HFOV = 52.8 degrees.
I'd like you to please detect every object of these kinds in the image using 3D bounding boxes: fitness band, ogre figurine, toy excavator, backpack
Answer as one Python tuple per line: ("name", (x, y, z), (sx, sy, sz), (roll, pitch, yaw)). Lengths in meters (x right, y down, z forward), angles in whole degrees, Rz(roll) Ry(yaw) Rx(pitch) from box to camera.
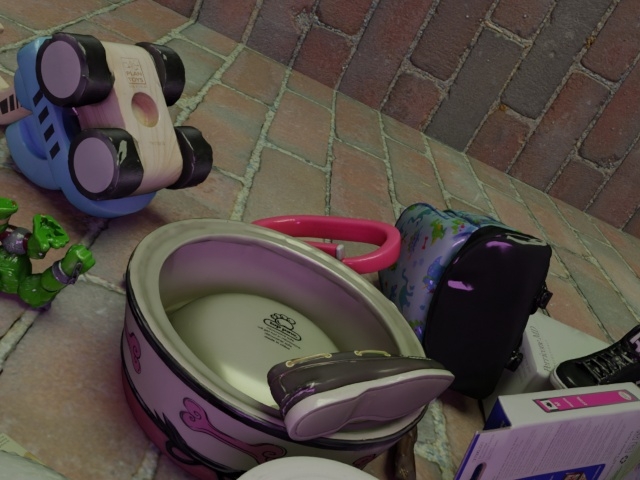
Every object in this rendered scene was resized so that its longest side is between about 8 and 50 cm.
("fitness band", (0.000, 0.000, 1.161), (0.290, 0.054, 0.209), (7, 20, 22))
("ogre figurine", (-0.381, 0.014, 0.796), (0.196, 0.118, 0.097), (19, 30, -16))
("toy excavator", (-0.461, -0.227, 1.088), (0.222, 0.444, 0.433), (-22, 96, -61))
("backpack", (0.240, 0.066, 1.167), (0.273, 0.290, 0.355), (20, 17, 6))

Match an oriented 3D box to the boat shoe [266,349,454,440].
("boat shoe", (0.049, 0.146, 0.675), (0.227, 0.081, 0.069), (1, 40, -40))

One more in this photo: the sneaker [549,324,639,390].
("sneaker", (0.445, 0.178, 0.977), (0.216, 0.121, 0.079), (4, 36, -38))

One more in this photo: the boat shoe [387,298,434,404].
("boat shoe", (0.130, 0.173, 1.011), (0.184, 0.066, 0.063), (54, 33, -9))

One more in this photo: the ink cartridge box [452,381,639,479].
("ink cartridge box", (0.296, 0.289, 0.868), (0.370, 0.176, 0.069), (2, 26, -33))

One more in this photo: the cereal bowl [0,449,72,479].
("cereal bowl", (-0.257, 0.251, 0.375), (0.338, 0.141, 0.339), (14, 30, -8))

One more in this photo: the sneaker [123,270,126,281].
("sneaker", (-0.223, 0.044, 0.971), (0.152, 0.061, 0.054), (0, 39, -44))

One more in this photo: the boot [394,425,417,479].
("boot", (0.111, 0.261, 0.873), (0.114, 0.037, 0.107), (-60, 133, -65))

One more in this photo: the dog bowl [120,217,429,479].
("dog bowl", (-0.068, 0.146, 0.830), (0.407, 0.150, 0.408), (22, 25, -11))

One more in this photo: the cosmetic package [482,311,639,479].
("cosmetic package", (0.474, 0.286, 1.119), (0.384, 0.156, 0.217), (25, 27, -10))

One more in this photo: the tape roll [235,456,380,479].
("tape roll", (-0.010, 0.326, 0.522), (0.246, 0.169, 0.246), (23, 24, -11))

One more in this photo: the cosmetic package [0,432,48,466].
("cosmetic package", (-0.269, 0.233, 0.581), (0.115, 0.041, 0.060), (32, 24, 7))

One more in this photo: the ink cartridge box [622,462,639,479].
("ink cartridge box", (0.460, 0.363, 0.818), (0.127, 0.176, 0.128), (31, 25, 5))
